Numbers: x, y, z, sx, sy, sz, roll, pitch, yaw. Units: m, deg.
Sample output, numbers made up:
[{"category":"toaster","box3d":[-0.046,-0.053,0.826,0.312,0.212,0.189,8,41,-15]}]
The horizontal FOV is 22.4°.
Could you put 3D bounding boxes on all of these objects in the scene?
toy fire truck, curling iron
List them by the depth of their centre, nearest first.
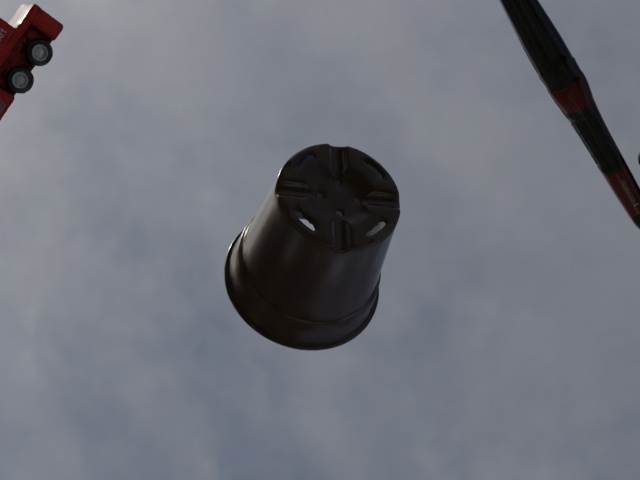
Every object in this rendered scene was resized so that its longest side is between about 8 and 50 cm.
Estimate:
[{"category":"toy fire truck","box3d":[-0.261,-0.154,1.152,0.192,0.135,0.047,-57,-157,-7]},{"category":"curling iron","box3d":[0.188,-0.119,1.186,0.274,0.068,0.035,52,-28,-4]}]

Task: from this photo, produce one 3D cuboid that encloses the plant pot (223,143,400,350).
[{"category":"plant pot","box3d":[0.000,0.000,1.626,0.167,0.167,0.165,49,-32,16]}]
